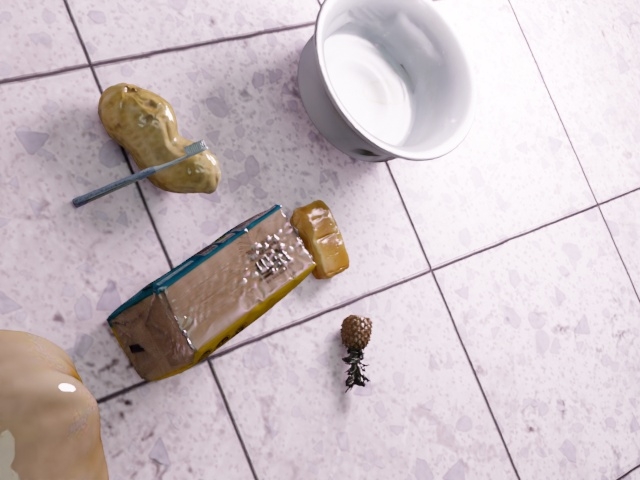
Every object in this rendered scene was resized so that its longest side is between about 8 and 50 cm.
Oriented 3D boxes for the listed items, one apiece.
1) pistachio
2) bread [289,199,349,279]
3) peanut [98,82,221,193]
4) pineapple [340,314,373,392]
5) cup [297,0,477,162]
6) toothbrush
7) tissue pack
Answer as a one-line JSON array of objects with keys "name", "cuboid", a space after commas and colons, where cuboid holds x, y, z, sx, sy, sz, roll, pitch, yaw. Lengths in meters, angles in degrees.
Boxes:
[{"name": "pistachio", "cuboid": [-0.424, 0.327, 1.404, 0.365, 0.281, 0.446, 32, 71, -30]}, {"name": "bread", "cuboid": [0.000, 0.000, 1.930, 0.074, 0.053, 0.132, -19, 86, -37]}, {"name": "peanut", "cuboid": [-0.252, -0.154, 1.786, 0.229, 0.103, 0.098, 47, 65, -8]}, {"name": "pineapple", "cuboid": [0.058, 0.188, 1.900, 0.058, 0.058, 0.124, 15, 66, -29]}, {"name": "cup", "cuboid": [0.096, -0.277, 2.028, 0.347, 0.163, 0.347, 12, 66, -29]}, {"name": "toothbrush", "cuboid": [-0.273, -0.101, 1.731, 0.219, 0.016, 0.019, -25, 97, -2]}, {"name": "tissue pack", "cuboid": [-0.160, 0.081, 1.705, 0.271, 0.192, 0.134, -36, 93, -37]}]
